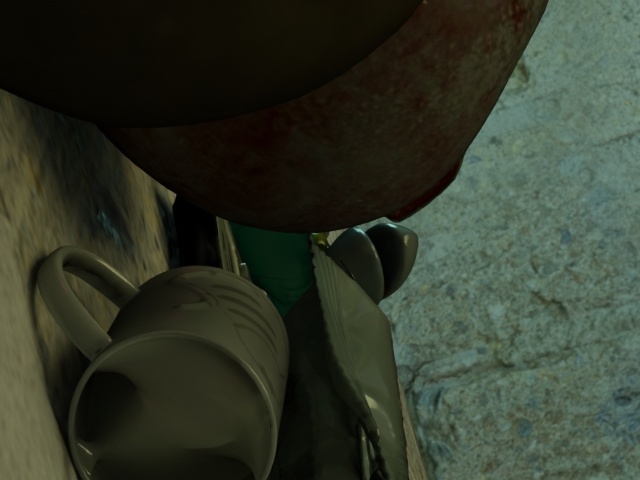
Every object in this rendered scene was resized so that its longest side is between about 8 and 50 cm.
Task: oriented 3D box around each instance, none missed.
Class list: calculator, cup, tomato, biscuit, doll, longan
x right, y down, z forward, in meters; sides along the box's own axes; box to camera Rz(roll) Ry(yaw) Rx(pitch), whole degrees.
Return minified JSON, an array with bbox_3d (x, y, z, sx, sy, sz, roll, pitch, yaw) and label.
[{"bbox_3d":[-0.055,0.079,1.192,0.268,0.040,0.177,68,8,-48],"label":"calculator"},{"bbox_3d":[-0.072,0.057,0.810,0.133,0.099,0.136,-78,152,-76],"label":"cup"},{"bbox_3d":[-0.009,-0.161,0.951,0.282,0.316,0.316,25,32,-26],"label":"tomato"},{"bbox_3d":[0.002,0.170,0.951,0.186,0.079,0.309,-100,-166,-45],"label":"biscuit"},{"bbox_3d":[-0.010,-0.017,1.405,0.195,0.153,0.258,62,-14,8],"label":"doll"},{"bbox_3d":[-0.072,-0.191,0.687,0.243,0.300,0.300,146,-71,-74],"label":"longan"}]
